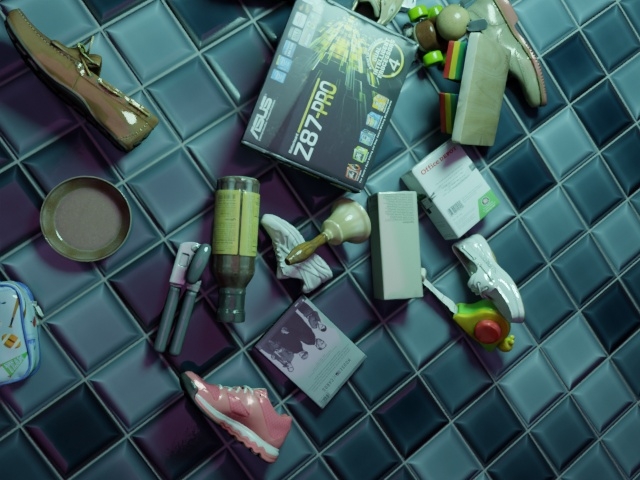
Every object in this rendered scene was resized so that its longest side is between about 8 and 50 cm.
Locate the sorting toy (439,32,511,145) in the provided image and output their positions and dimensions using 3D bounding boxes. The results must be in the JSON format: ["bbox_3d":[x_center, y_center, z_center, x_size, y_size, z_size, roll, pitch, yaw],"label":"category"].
[{"bbox_3d":[0.386,-0.378,1.464,0.257,0.089,0.256,-11,112,-55],"label":"sorting toy"}]

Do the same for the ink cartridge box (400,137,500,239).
[{"bbox_3d":[0.343,-0.136,1.519,0.160,0.092,0.219,-37,95,-13],"label":"ink cartridge box"}]

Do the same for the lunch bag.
[{"bbox_3d":[-0.761,0.206,1.226,0.303,0.115,0.243,-10,88,-13],"label":"lunch bag"}]

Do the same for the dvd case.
[{"bbox_3d":[-0.023,0.280,1.444,0.238,0.029,0.179,45,78,-9],"label":"dvd case"}]

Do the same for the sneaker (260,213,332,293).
[{"bbox_3d":[-0.079,0.039,1.413,0.115,0.090,0.232,-43,96,-8],"label":"sneaker"}]

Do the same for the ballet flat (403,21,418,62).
[{"bbox_3d":[0.248,-0.539,1.543,0.041,0.041,0.114,-3,88,-14],"label":"ballet flat"}]

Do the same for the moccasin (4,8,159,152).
[{"bbox_3d":[-0.536,-0.374,1.293,0.380,0.139,0.147,42,78,-9],"label":"moccasin"}]

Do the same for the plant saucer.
[{"bbox_3d":[-0.542,-0.049,1.329,0.198,0.036,0.199,1,87,-14],"label":"plant saucer"}]

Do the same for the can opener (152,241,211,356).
[{"bbox_3d":[-0.331,0.135,1.349,0.074,0.093,0.280,17,88,-13],"label":"can opener"}]

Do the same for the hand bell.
[{"bbox_3d":[0.000,0.000,1.364,0.242,0.126,0.126,-33,96,-40],"label":"hand bell"}]

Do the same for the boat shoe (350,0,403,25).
[{"bbox_3d":[0.138,-0.603,1.469,0.109,0.098,0.302,36,88,-2],"label":"boat shoe"}]

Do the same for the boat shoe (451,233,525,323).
[{"bbox_3d":[0.427,0.107,1.480,0.096,0.098,0.277,-16,51,-9],"label":"boat shoe"}]

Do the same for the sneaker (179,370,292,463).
[{"bbox_3d":[-0.199,0.392,1.369,0.314,0.116,0.136,44,68,-15],"label":"sneaker"}]

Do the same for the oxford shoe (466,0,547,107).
[{"bbox_3d":[0.513,-0.511,1.586,0.130,0.123,0.348,-28,95,12],"label":"oxford shoe"}]

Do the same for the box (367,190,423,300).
[{"bbox_3d":[0.192,0.013,1.475,0.113,0.094,0.275,-1,88,-13],"label":"box"}]

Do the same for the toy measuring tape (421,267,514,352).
[{"bbox_3d":[0.403,0.172,1.505,0.330,0.121,0.121,44,79,-8],"label":"toy measuring tape"}]

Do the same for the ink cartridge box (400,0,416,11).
[{"bbox_3d":[0.215,-0.652,1.545,0.083,0.028,0.048,10,86,-12],"label":"ink cartridge box"}]

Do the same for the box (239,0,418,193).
[{"bbox_3d":[0.021,-0.352,1.379,0.318,0.097,0.395,22,90,-12],"label":"box"}]

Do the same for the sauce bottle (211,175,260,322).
[{"bbox_3d":[-0.208,0.022,1.369,0.111,0.111,0.345,5,86,-13],"label":"sauce bottle"}]

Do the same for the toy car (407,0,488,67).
[{"bbox_3d":[0.345,-0.560,1.476,0.149,0.188,0.155,-20,92,-40],"label":"toy car"}]
